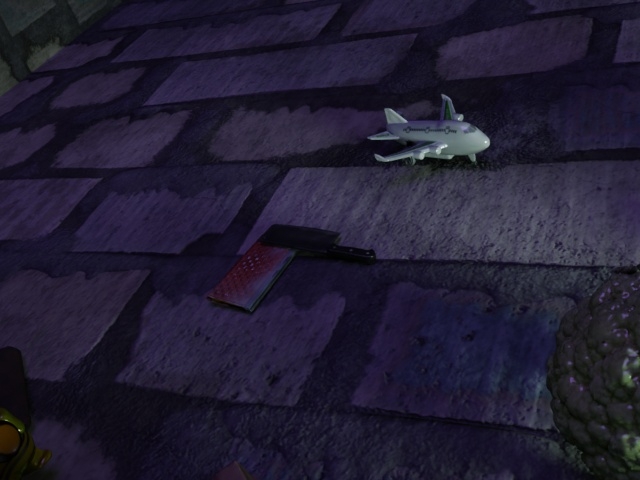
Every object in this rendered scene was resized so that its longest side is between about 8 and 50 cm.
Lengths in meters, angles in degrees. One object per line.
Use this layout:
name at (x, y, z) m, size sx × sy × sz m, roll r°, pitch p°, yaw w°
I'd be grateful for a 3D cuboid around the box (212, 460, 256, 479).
box at (-0.030, 0.367, 0.728) m, size 0.086 × 0.215 × 0.215 m, roll -38°, pitch 39°, yaw -7°

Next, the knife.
knife at (0.000, 0.000, 1.345) m, size 0.245 × 0.019 × 0.072 m, roll 11°, pitch 40°, yaw 28°

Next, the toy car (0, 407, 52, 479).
toy car at (-0.481, 0.361, 0.993) m, size 0.200 × 0.142 × 0.248 m, roll -28°, pitch 26°, yaw 30°

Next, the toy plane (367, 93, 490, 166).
toy plane at (0.231, -0.210, 1.467) m, size 0.255 × 0.101 × 0.251 m, roll 20°, pitch 50°, yaw 36°

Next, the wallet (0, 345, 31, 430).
wallet at (-0.591, 0.285, 1.226) m, size 0.182 × 0.049 × 0.229 m, roll -26°, pitch 38°, yaw -14°

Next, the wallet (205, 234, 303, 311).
wallet at (-0.120, 0.055, 1.338) m, size 0.103 × 0.020 × 0.196 m, roll 10°, pitch 43°, yaw 28°

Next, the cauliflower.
cauliflower at (0.406, 0.158, 0.817) m, size 0.250 × 0.272 × 0.275 m, roll 5°, pitch 47°, yaw -19°
